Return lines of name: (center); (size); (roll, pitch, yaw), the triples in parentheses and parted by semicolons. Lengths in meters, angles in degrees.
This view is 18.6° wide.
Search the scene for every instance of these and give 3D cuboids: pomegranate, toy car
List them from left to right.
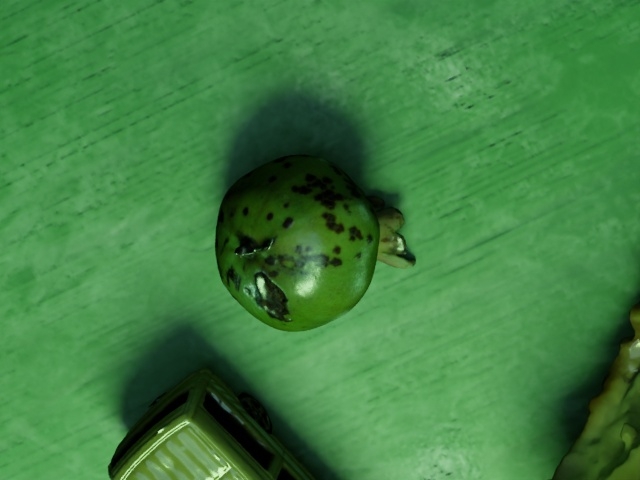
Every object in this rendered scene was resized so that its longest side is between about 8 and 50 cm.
toy car: (-0.032, 0.214, 1.367); (0.101, 0.124, 0.257); (-43, 96, 10)
pomegranate: (0.000, 0.000, 1.342); (0.161, 0.122, 0.122); (-3, 104, -36)

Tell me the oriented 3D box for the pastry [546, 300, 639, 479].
pastry: (0.335, 0.176, 1.267); (0.337, 0.292, 0.405); (29, 91, -14)
